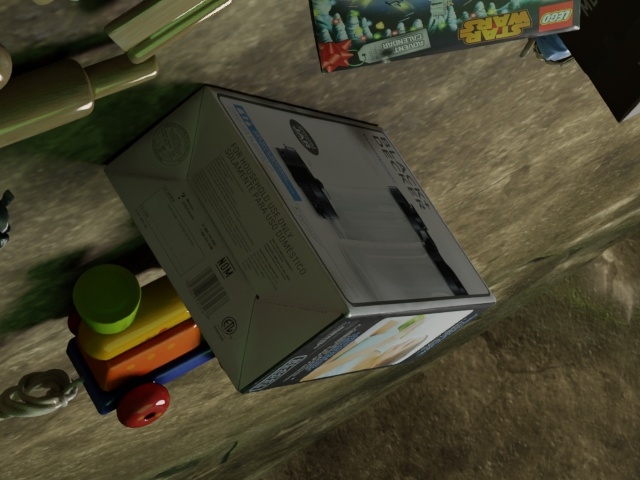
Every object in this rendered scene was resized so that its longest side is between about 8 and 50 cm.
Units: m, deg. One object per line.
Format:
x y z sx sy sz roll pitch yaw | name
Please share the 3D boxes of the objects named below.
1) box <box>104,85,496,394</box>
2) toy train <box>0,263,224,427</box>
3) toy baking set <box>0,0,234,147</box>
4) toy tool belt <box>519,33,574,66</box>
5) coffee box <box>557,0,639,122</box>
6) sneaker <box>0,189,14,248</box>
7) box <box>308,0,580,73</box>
0.000 0.000 0.939 0.087 0.169 0.290 -37 164 18 | box
-0.155 0.069 1.018 0.248 0.105 0.143 -27 156 -15 | toy train
-0.146 -0.089 0.595 0.256 0.030 0.197 -25 163 -22 | toy baking set
0.178 -0.158 0.991 0.083 0.052 0.051 -42 171 38 | toy tool belt
0.307 -0.212 0.915 0.297 0.119 0.168 -26 167 -20 | coffee box
-0.198 -0.007 0.768 0.069 0.038 0.098 -33 176 4 | sneaker
0.060 -0.135 0.693 0.137 0.027 0.094 -10 141 1 | box
